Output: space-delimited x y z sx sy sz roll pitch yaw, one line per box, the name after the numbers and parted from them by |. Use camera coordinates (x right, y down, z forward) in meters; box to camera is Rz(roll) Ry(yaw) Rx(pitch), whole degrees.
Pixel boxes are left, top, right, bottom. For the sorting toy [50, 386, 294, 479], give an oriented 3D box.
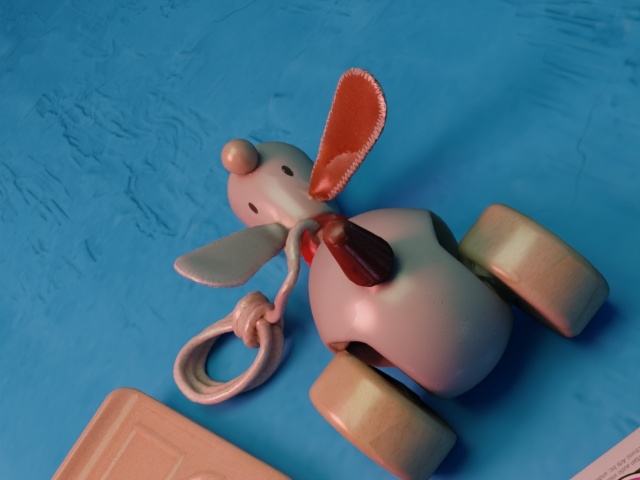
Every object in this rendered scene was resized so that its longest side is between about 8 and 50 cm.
-0.120 0.210 0.601 0.208 0.038 0.193 17 69 45 | sorting toy

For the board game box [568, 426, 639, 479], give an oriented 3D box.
0.099 0.259 0.299 0.308 0.086 0.302 -40 38 9 | board game box

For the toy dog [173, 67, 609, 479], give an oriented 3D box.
0.000 0.000 0.570 0.334 0.161 0.220 9 62 47 | toy dog
